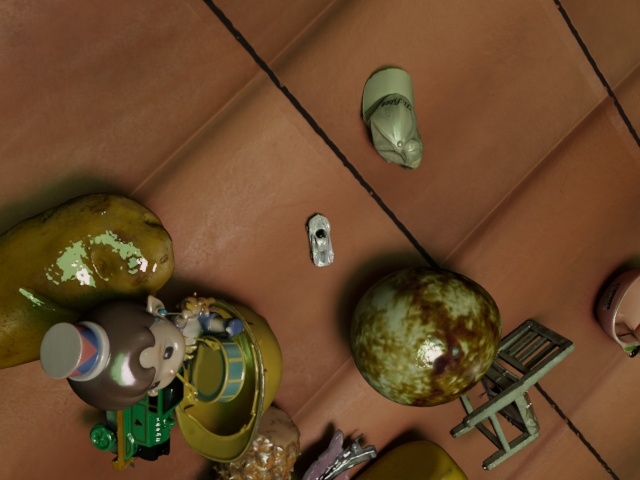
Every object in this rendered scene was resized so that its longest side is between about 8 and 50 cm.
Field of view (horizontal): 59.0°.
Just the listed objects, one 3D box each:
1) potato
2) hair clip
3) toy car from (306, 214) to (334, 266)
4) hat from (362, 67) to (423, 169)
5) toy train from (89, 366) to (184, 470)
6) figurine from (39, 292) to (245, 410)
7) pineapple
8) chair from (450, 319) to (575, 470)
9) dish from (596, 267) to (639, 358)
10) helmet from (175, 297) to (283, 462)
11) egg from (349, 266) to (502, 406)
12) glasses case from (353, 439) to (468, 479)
[{"bbox_3d":[-0.390,0.066,0.832,0.369,0.195,0.176,-29,65,-2],"label":"potato"},{"bbox_3d":[0.024,0.445,1.081,0.187,0.056,0.146,-37,134,-15],"label":"hair clip"},{"bbox_3d":[0.000,0.000,1.002,0.041,0.025,0.093,-13,107,-16],"label":"toy car"},{"bbox_3d":[0.137,-0.210,0.976,0.122,0.081,0.166,3,91,-21],"label":"hat"},{"bbox_3d":[-0.287,0.268,0.907,0.136,0.091,0.228,6,103,18],"label":"toy train"},{"bbox_3d":[-0.237,0.156,0.767,0.275,0.158,0.161,5,114,-43],"label":"figurine"},{"bbox_3d":[-0.150,0.447,1.006,0.170,0.141,0.310,15,105,-27],"label":"pineapple"},{"bbox_3d":[0.382,0.307,1.138,0.270,0.136,0.147,-32,111,-10],"label":"chair"},{"bbox_3d":[0.683,0.151,1.225,0.213,0.090,0.213,-4,101,-19],"label":"dish"},{"bbox_3d":[-0.135,0.214,0.938,0.140,0.205,0.257,-7,98,-57],"label":"helmet"},{"bbox_3d":[0.191,0.163,0.989,0.289,0.238,0.238,-6,105,-26],"label":"egg"},{"bbox_3d":[0.119,0.546,1.087,0.371,0.173,0.141,-40,110,-3],"label":"glasses case"}]
